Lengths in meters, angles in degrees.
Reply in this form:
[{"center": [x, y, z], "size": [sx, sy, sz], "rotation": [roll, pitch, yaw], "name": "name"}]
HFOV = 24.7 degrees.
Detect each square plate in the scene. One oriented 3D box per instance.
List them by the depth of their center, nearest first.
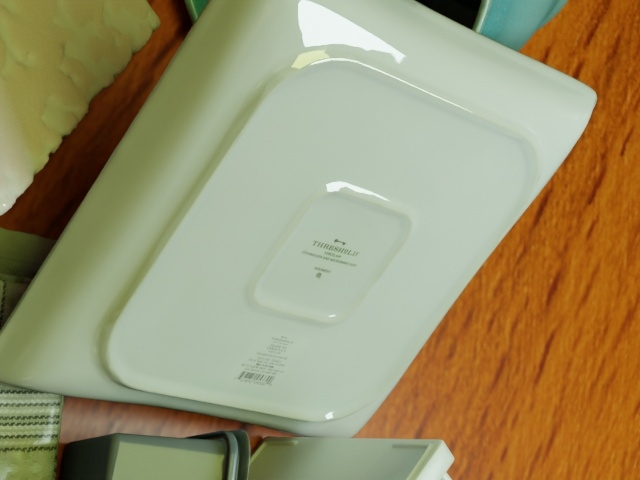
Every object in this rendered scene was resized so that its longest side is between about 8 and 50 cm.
[{"center": [0.000, 0.000, 0.977], "size": [0.347, 0.049, 0.344], "rotation": [17, 114, -44], "name": "square plate"}]

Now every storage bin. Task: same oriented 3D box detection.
[{"center": [-0.118, 0.171, 0.975], "size": [0.091, 0.135, 0.098], "rotation": [12, 74, -24], "name": "storage bin"}]

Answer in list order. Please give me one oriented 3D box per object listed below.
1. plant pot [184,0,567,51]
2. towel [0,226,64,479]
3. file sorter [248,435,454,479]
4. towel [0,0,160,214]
[{"center": [0.072, -0.234, 1.123], "size": [0.255, 0.271, 0.272], "rotation": [-20, 95, -53], "name": "plant pot"}, {"center": [-0.290, 0.126, 0.889], "size": [0.312, 0.056, 0.324], "rotation": [11, 75, -36], "name": "towel"}, {"center": [-0.011, 0.292, 0.993], "size": [0.278, 0.193, 0.173], "rotation": [-49, 115, -33], "name": "file sorter"}, {"center": [-0.262, -0.183, 0.907], "size": [0.317, 0.053, 0.332], "rotation": [53, 33, -18], "name": "towel"}]
